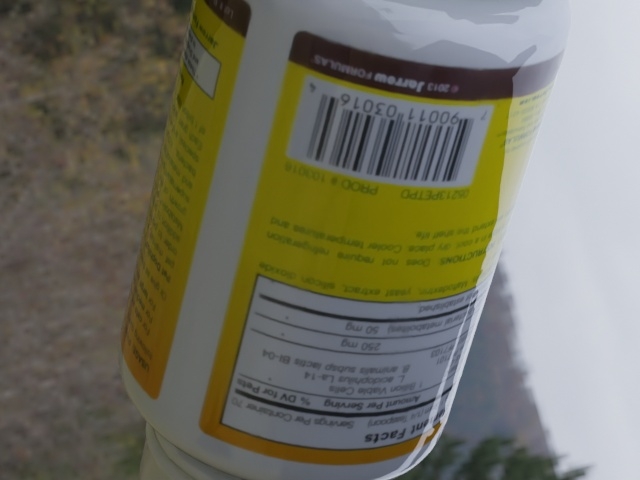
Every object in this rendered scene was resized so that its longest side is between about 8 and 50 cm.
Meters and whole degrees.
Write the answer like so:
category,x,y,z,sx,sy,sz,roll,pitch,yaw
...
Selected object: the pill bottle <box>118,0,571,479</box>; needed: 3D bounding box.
category,x,y,z,sx,sy,sz,roll,pitch,yaw
pill bottle,0.000,0.000,0.602,0.117,0.117,0.215,-109,-150,-58
